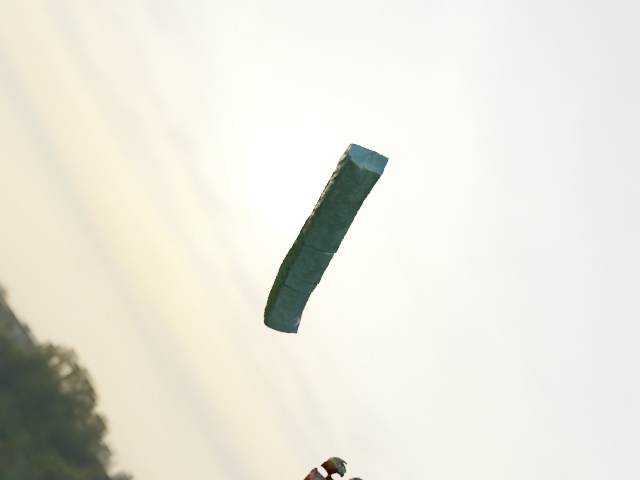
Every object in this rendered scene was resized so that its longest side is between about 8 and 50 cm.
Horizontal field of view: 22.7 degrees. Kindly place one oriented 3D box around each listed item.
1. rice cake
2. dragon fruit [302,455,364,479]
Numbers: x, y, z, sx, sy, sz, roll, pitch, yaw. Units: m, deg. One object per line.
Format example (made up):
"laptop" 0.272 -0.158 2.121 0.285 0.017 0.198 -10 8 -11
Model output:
"rice cake" 0.000 0.000 1.624 0.042 0.045 0.245 -87 -159 -51
"dragon fruit" 0.023 0.319 1.642 0.166 0.160 0.172 -5 -46 28
